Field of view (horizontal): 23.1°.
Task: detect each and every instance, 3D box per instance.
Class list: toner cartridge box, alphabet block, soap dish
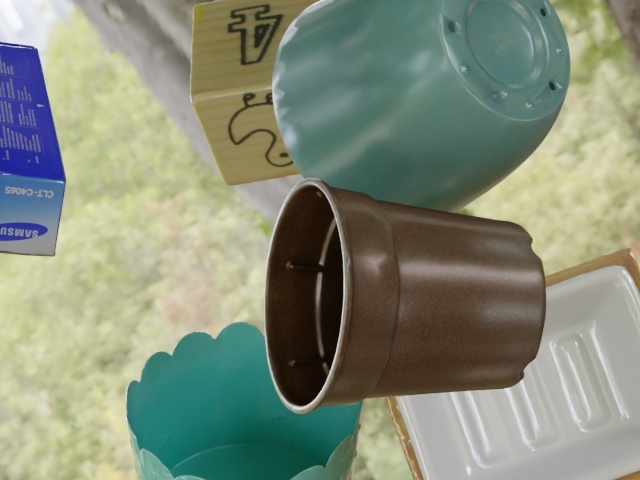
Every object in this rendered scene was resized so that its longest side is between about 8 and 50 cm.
[{"bbox_3d":[-0.331,-0.099,1.425,0.165,0.075,0.348,5,24,-16],"label":"toner cartridge box"},{"bbox_3d":[-0.059,-0.215,2.145,0.197,0.192,0.193,-10,49,9],"label":"alphabet block"},{"bbox_3d":[0.220,0.164,1.619,0.290,0.229,0.118,-20,-6,1],"label":"soap dish"}]

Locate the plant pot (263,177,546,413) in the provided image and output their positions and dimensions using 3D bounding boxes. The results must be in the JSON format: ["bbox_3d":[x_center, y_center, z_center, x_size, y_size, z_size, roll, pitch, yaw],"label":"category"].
[{"bbox_3d":[0.063,0.043,1.127,0.165,0.167,0.167,3,2,-20],"label":"plant pot"}]

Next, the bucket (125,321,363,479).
[{"bbox_3d":[-0.087,0.245,1.777,0.281,0.183,0.281,1,35,-1],"label":"bucket"}]

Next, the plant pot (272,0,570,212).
[{"bbox_3d":[0.131,-0.180,1.721,0.293,0.293,0.235,-37,6,-38],"label":"plant pot"}]
